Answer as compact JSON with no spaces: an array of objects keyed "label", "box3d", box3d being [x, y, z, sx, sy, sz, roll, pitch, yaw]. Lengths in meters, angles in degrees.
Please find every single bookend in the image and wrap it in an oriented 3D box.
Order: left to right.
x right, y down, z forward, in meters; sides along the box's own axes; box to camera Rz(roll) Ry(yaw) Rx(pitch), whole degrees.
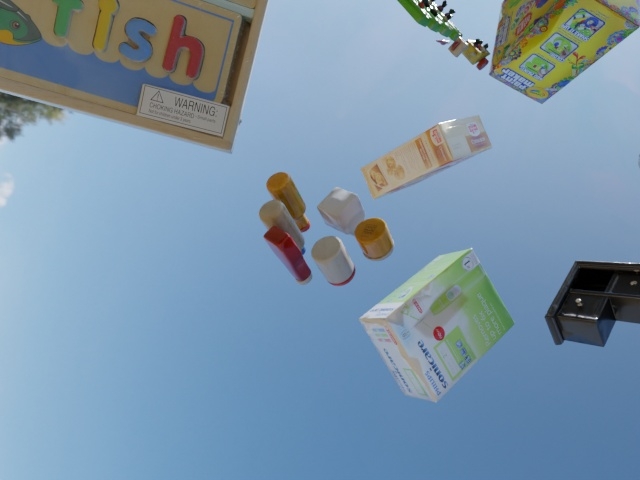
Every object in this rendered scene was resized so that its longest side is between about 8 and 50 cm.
[{"label":"bookend","box3d":[0.501,0.114,0.797,0.157,0.072,0.156,-45,-153,-28]}]

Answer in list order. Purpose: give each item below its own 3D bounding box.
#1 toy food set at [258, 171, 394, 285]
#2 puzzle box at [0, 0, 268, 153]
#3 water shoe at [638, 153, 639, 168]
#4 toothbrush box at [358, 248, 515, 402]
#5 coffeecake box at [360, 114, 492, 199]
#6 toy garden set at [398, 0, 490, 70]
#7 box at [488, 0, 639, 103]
[{"label":"toy food set","box3d":[0.000,0.000,0.622,0.232,0.105,0.111,26,-114,41]},{"label":"puzzle box","box3d":[-0.245,-0.264,0.416,0.052,0.408,0.272,-148,-108,-78]},{"label":"water shoe","box3d":[0.362,-0.059,0.378,0.072,0.203,0.080,-28,-83,1]},{"label":"toothbrush box","box3d":[0.262,0.180,1.029,0.206,0.283,0.122,59,-24,-4]},{"label":"coffeecake box","box3d":[0.190,-0.150,0.844,0.185,0.142,0.068,-24,-92,48]},{"label":"toy garden set","box3d":[0.263,-0.456,0.969,0.049,0.244,0.204,-44,-103,33]},{"label":"box","box3d":[0.587,-0.553,1.129,0.279,0.176,0.290,134,-23,-62]}]
